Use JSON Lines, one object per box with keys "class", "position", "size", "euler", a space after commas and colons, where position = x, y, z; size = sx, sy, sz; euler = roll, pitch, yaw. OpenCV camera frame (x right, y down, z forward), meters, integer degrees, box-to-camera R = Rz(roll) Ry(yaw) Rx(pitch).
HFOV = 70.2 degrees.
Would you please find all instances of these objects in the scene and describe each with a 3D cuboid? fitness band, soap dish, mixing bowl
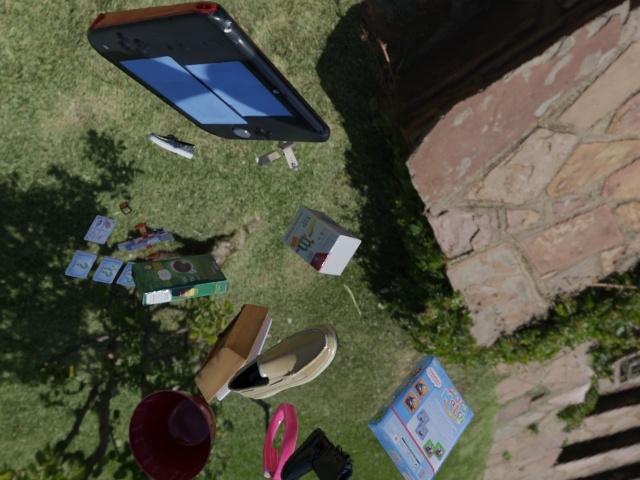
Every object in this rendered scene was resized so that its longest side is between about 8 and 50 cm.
{"class": "fitness band", "position": [-0.143, 0.694, 1.593], "size": [0.054, 0.291, 0.209], "euler": [21, 94, -11]}
{"class": "soap dish", "position": [-0.286, 0.358, 1.511], "size": [0.118, 0.291, 0.229], "euler": [38, 114, -9]}
{"class": "mixing bowl", "position": [-0.282, 0.384, 0.929], "size": [0.181, 0.181, 0.098], "euler": [-31, 171, 12]}

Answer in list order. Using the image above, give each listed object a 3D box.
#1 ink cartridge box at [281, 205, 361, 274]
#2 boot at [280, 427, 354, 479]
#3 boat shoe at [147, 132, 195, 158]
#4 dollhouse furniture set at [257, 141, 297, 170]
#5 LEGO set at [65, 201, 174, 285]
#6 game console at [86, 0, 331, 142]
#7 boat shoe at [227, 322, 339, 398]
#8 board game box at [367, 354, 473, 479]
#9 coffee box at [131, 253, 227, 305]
{"class": "ink cartridge box", "position": [0.000, 0.000, 1.362], "size": [0.127, 0.176, 0.128], "euler": [13, 110, -55]}
{"class": "boot", "position": [-0.005, 0.401, 0.795], "size": [0.121, 0.099, 0.045], "euler": [-48, 132, -9]}
{"class": "boat shoe", "position": [-0.396, -0.261, 1.216], "size": [0.142, 0.049, 0.040], "euler": [19, 101, -56]}
{"class": "dollhouse furniture set", "position": [-0.124, -0.224, 1.299], "size": [0.114, 0.091, 0.081], "euler": [-30, 119, -15]}
{"class": "LEGO set", "position": [-0.497, 0.022, 1.147], "size": [0.182, 0.060, 0.244], "euler": [21, 112, -43]}
{"class": "game console", "position": [-0.203, -0.295, 0.875], "size": [0.386, 0.342, 0.060], "euler": [32, 76, -57]}
{"class": "boat shoe", "position": [-0.058, 0.175, 0.636], "size": [0.190, 0.068, 0.072], "euler": [-42, 143, 27]}
{"class": "board game box", "position": [0.209, 0.362, 0.923], "size": [0.211, 0.160, 0.039], "euler": [-35, -178, -37]}
{"class": "coffee box", "position": [-0.314, 0.085, 1.019], "size": [0.184, 0.113, 0.040], "euler": [-8, 126, -32]}
